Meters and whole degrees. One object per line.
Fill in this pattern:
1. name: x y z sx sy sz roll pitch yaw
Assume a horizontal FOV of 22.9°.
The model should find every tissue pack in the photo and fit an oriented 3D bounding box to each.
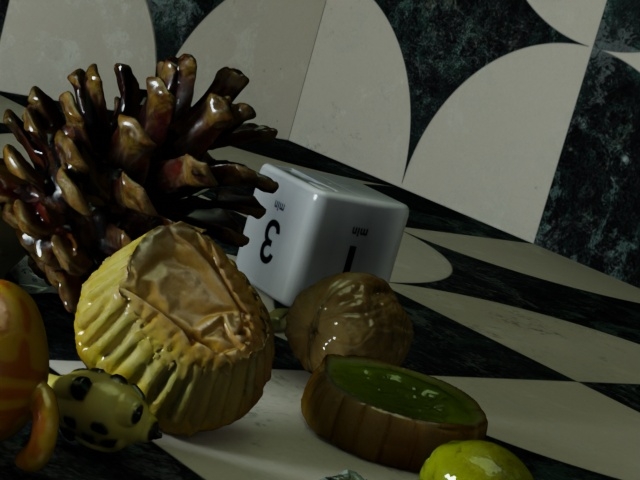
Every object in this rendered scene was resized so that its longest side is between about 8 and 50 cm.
1. tissue pack: -0.382 0.045 2.215 0.122 0.026 0.193 10 11 -25

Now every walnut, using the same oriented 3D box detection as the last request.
1. walnut: 0.043 0.117 2.101 0.155 0.155 0.184 22 10 32

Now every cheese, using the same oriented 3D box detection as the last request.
1. cheese: -0.059 0.114 2.325 0.044 0.030 0.083 -3 5 29

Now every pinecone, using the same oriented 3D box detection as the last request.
1. pinecone: -0.217 -0.069 1.975 0.384 0.384 0.384 15 10 -3

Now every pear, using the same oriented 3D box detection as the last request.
1. pear: 0.168 0.262 1.649 0.131 0.107 0.107 31 15 19

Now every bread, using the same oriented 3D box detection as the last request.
1. bread: 0.088 0.208 1.909 0.236 0.070 0.236 15 11 -3
2. bread: -0.150 0.095 1.742 0.240 0.139 0.240 18 51 -24

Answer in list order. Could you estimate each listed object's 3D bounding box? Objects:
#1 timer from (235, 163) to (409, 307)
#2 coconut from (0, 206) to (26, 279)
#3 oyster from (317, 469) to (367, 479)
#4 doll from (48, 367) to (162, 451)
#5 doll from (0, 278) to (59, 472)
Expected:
1. timer: 0.000 0.000 2.568 0.194 0.195 0.192 8 12 -35
2. coconut: -0.453 -0.019 2.125 0.152 0.147 0.147 20 11 14
3. oyster: 0.021 0.267 1.506 0.125 0.064 0.177 16 9 -27
4. doll: -0.290 0.146 1.634 0.291 0.086 0.117 19 -30 28
5. doll: -0.382 0.112 1.467 0.269 0.167 0.162 8 10 -22
